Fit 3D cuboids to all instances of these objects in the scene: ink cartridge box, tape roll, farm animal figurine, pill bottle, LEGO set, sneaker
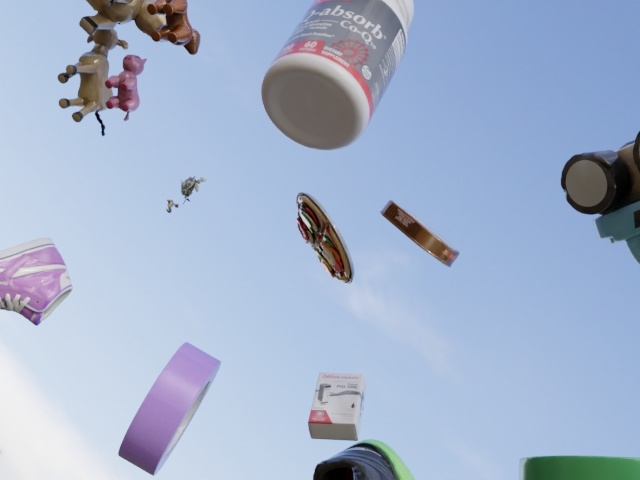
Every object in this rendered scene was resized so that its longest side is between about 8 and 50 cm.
[{"bbox_3d":[0.035,0.336,1.789,0.099,0.135,0.056,0,-51,12],"label":"ink cartridge box"},{"bbox_3d":[0.495,0.410,1.464,0.321,0.077,0.321,3,-18,1],"label":"tape roll"},{"bbox_3d":[-0.317,0.355,1.862,0.090,0.275,0.275,29,-32,2],"label":"tape roll"},{"bbox_3d":[-0.361,-0.397,1.563,0.330,0.172,0.327,-25,-78,30],"label":"farm animal figurine"},{"bbox_3d":[0.045,-0.359,1.685,0.210,0.363,0.210,15,-40,13],"label":"pill bottle"},{"bbox_3d":[-0.211,-0.076,1.345,0.023,0.083,0.054,42,10,-30],"label":"LEGO set"},{"bbox_3d":[0.141,0.558,1.661,0.483,0.202,0.185,31,-60,55],"label":"sneaker"},{"bbox_3d":[-0.631,0.110,1.736,0.161,0.282,0.102,60,-25,14],"label":"sneaker"}]

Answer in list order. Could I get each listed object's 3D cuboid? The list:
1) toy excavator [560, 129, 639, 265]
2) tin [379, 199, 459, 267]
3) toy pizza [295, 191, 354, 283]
[{"bbox_3d":[0.661,0.000,1.382,0.433,0.222,0.445,-26,-98,50],"label":"toy excavator"},{"bbox_3d":[0.179,-0.015,1.590,0.106,0.040,0.190,36,6,-40],"label":"tin"},{"bbox_3d":[0.000,0.000,1.688,0.201,0.032,0.201,54,-16,23],"label":"toy pizza"}]
